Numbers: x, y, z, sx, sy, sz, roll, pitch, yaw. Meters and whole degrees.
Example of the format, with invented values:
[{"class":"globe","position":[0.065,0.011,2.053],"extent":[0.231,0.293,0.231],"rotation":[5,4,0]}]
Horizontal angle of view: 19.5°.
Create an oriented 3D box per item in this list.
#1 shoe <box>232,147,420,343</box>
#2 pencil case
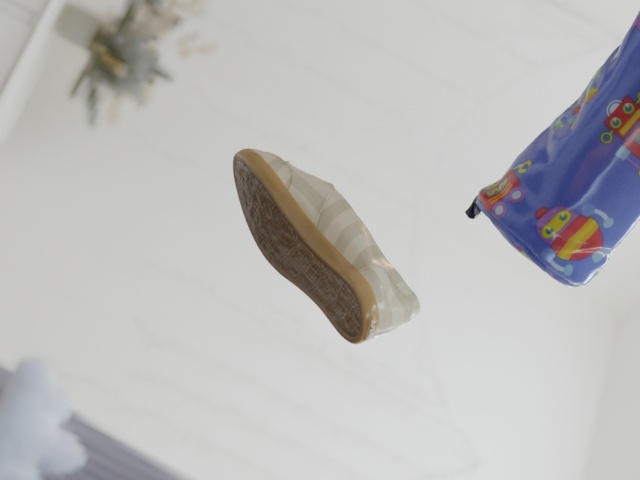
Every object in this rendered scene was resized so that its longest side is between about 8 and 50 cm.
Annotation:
[{"class":"shoe","position":[0.000,0.000,1.465],"extent":[0.058,0.219,0.076],"rotation":[-18,139,-26]},{"class":"pencil case","position":[0.260,-0.104,1.556],"extent":[0.306,0.119,0.133],"rotation":[-52,-172,11]}]
